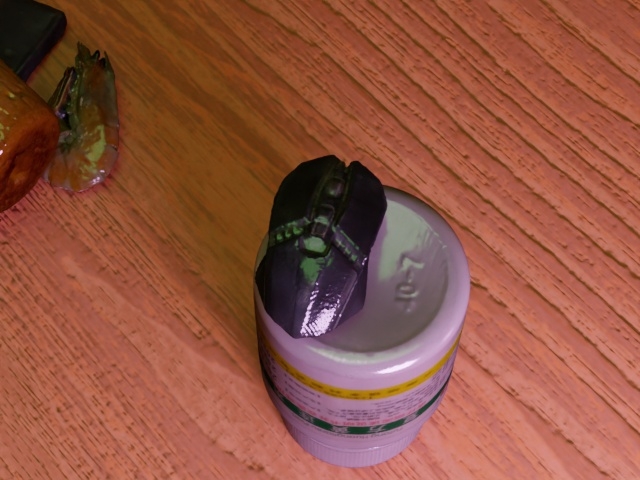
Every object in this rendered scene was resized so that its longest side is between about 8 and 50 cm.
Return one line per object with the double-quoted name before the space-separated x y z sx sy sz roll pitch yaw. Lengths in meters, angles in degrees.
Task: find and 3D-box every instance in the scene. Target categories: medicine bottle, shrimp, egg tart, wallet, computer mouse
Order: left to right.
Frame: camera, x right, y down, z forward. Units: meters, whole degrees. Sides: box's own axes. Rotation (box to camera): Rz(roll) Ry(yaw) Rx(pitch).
"wallet" -0.500 -0.295 1.811 0.309 0.042 0.165 26 64 11
"egg tart" -0.412 -0.121 1.642 0.147 0.202 0.202 35 68 10
"shrimp" -0.309 -0.160 1.742 0.115 0.051 0.217 -3 66 1
"computer mouse" 0.000 0.000 1.275 0.105 0.062 0.192 14 65 6
"medicine bottle" 0.038 0.106 1.448 0.208 0.340 0.208 0 63 0
